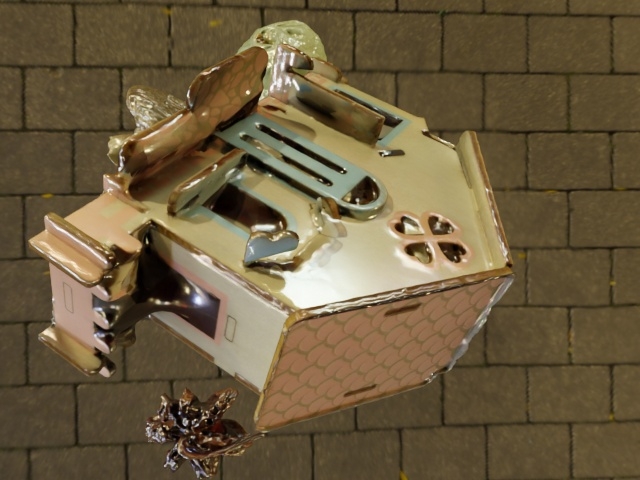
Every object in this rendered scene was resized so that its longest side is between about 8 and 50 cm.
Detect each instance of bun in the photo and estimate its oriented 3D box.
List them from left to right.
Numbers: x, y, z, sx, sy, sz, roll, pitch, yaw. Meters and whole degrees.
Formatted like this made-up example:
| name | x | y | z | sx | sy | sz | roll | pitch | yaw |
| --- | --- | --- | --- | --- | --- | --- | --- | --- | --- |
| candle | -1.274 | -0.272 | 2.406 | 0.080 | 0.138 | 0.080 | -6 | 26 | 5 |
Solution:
| name | x | y | z | sx | sy | sz | roll | pitch | yaw |
| --- | --- | --- | --- | --- | --- | --- | --- | --- | --- |
| bun | -0.084 | -0.327 | 1.236 | 0.195 | 0.118 | 0.195 | -10 | 56 | 14 |

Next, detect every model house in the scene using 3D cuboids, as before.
| name | x | y | z | sx | sy | sz | roll | pitch | yaw |
| --- | --- | --- | --- | --- | --- | --- | --- | --- | --- |
| model house | 0.007 | 0.000 | 0.473 | 0.244 | 0.169 | 0.326 | 33 | 43 | 13 |

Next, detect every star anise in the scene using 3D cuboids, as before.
| name | x | y | z | sx | sy | sz | roll | pitch | yaw |
| --- | --- | --- | --- | --- | --- | --- | --- | --- | --- |
| star anise | -0.248 | 0.376 | 1.307 | 0.220 | 0.126 | 0.190 | -41 | 83 | 20 |

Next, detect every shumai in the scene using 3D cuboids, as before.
| name | x | y | z | sx | sy | sz | roll | pitch | yaw |
| --- | --- | --- | --- | --- | --- | --- | --- | --- | --- |
| shumai | -0.311 | -0.196 | 1.284 | 0.209 | 0.161 | 0.153 | 41 | 106 | 11 |
